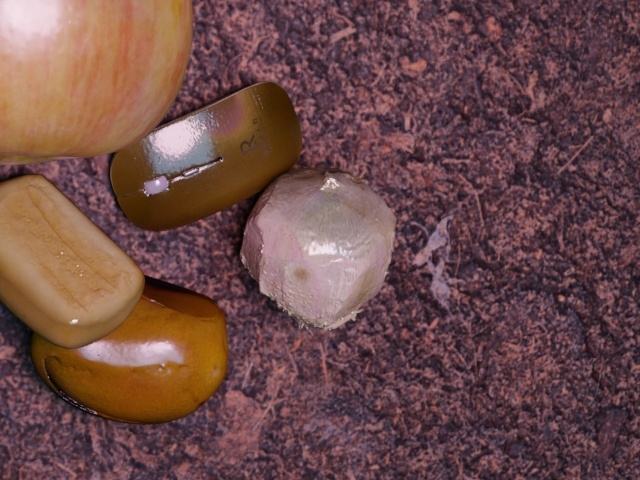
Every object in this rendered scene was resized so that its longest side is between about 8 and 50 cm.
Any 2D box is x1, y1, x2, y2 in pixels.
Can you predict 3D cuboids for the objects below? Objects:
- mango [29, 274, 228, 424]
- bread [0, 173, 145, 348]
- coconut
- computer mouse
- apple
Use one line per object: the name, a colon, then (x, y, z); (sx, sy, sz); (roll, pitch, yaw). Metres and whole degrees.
mango: (-0.226, 0.134, 1.826); (0.236, 0.136, 0.166); (19, 101, -21)
bread: (-0.303, 0.029, 1.736); (0.147, 0.098, 0.217); (-35, 75, -33)
coconut: (-0.001, -0.002, 1.864); (0.194, 0.194, 0.194); (-7, 106, -24)
computer mouse: (-0.131, -0.101, 1.856); (0.245, 0.056, 0.126); (-25, 112, -17)
apple: (-0.314, -0.247, 1.539); (0.391, 0.391, 0.347); (-4, 94, -25)
